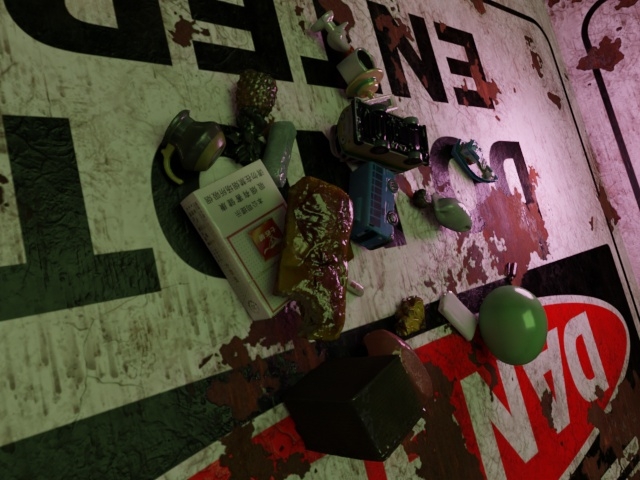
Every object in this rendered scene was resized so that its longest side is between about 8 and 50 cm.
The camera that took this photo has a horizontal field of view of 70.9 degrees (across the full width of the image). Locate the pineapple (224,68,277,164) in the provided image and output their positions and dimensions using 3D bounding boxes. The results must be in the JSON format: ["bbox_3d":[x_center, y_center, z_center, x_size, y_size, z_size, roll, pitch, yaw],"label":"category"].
[{"bbox_3d":[-0.183,-0.312,1.157,0.125,0.125,0.252,16,77,-34],"label":"pineapple"}]

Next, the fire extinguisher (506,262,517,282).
[{"bbox_3d":[0.766,0.122,1.803,0.046,0.032,0.100,56,44,-24],"label":"fire extinguisher"}]

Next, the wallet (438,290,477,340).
[{"bbox_3d":[0.467,0.252,1.527,0.190,0.033,0.095,45,52,-19],"label":"wallet"}]

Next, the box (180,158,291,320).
[{"bbox_3d":[-0.153,-0.003,1.082,0.210,0.095,0.331,-36,101,-39],"label":"box"}]

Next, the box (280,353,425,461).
[{"bbox_3d":[0.067,0.370,1.017,0.184,0.273,0.143,-30,96,-40],"label":"box"}]

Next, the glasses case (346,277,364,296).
[{"bbox_3d":[0.092,0.132,1.276,0.083,0.021,0.032,33,57,-26],"label":"glasses case"}]

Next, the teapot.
[{"bbox_3d":[-0.298,-0.212,1.026,0.119,0.130,0.166,35,88,-7],"label":"teapot"}]

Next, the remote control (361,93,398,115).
[{"bbox_3d":[0.176,-0.426,1.497,0.230,0.049,0.090,-26,103,-40],"label":"remote control"}]

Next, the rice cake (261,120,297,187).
[{"bbox_3d":[-0.112,-0.230,1.192,0.063,0.069,0.207,58,40,-58],"label":"rice cake"}]

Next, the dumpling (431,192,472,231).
[{"bbox_3d":[0.446,-0.100,1.586,0.216,0.149,0.105,19,96,-42],"label":"dumpling"}]

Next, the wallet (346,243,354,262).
[{"bbox_3d":[-0.001,0.000,1.236,0.160,0.042,0.196,-33,99,-35],"label":"wallet"}]

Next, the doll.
[{"bbox_3d":[0.079,-0.584,1.433,0.271,0.144,0.208,38,35,-27],"label":"doll"}]

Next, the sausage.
[{"bbox_3d":[0.211,0.362,1.226,0.148,0.148,0.255,-42,106,-38],"label":"sausage"}]

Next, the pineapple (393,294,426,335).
[{"bbox_3d":[0.271,0.240,1.364,0.116,0.069,0.137,45,62,-25],"label":"pineapple"}]

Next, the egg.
[{"bbox_3d":[0.660,0.290,1.543,0.220,0.220,0.270,-1,79,-38],"label":"egg"}]

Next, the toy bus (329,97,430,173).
[{"bbox_3d":[0.174,-0.303,1.374,0.305,0.179,0.143,8,74,-37],"label":"toy bus"}]

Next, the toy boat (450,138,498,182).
[{"bbox_3d":[0.627,-0.310,1.787,0.237,0.098,0.109,40,58,-23],"label":"toy boat"}]

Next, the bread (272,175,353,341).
[{"bbox_3d":[-0.017,0.041,1.047,0.185,0.109,0.381,19,67,-34],"label":"bread"}]

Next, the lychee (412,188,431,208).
[{"bbox_3d":[0.344,-0.143,1.536,0.083,0.068,0.067,34,99,-29],"label":"lychee"}]

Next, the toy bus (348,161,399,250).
[{"bbox_3d":[0.148,-0.102,1.335,0.133,0.116,0.234,22,61,-31],"label":"toy bus"}]
